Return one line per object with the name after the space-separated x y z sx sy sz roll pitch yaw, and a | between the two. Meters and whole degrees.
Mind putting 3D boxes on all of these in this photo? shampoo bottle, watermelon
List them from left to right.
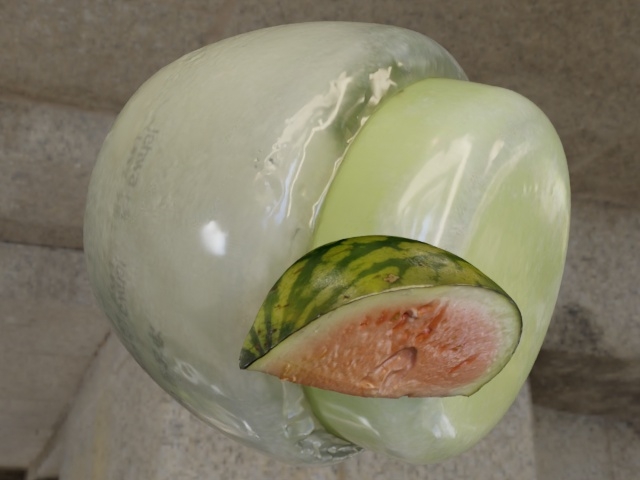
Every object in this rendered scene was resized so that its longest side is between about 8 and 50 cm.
0.000 0.000 0.697 0.317 0.322 0.322 13 166 30 | shampoo bottle
0.039 0.028 0.480 0.163 0.069 0.087 14 127 -39 | watermelon
